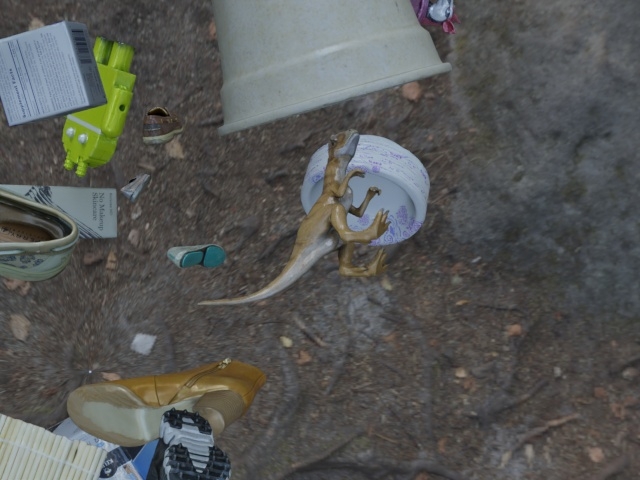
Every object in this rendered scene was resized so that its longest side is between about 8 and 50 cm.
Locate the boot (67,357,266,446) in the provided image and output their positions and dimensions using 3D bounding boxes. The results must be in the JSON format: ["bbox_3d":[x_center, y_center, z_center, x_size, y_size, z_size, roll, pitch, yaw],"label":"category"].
[{"bbox_3d":[-0.254,0.264,1.432,0.294,0.211,0.104,2,101,12],"label":"boot"}]

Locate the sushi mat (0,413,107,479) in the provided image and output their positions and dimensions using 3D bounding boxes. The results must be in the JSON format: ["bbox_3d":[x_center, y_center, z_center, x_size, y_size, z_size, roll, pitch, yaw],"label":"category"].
[{"bbox_3d":[-0.329,0.327,0.803,0.151,0.019,0.317,20,82,-8],"label":"sushi mat"}]

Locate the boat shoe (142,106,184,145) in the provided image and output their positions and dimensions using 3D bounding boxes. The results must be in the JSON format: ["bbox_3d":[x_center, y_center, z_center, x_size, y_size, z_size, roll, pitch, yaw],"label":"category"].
[{"bbox_3d":[-0.305,-0.231,1.631,0.064,0.178,0.060,-5,108,4],"label":"boat shoe"}]

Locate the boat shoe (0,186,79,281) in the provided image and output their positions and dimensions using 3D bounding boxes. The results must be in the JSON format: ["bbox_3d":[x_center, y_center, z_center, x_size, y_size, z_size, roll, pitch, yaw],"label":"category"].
[{"bbox_3d":[-0.386,-0.032,0.839,0.285,0.089,0.105,11,66,-23],"label":"boat shoe"}]

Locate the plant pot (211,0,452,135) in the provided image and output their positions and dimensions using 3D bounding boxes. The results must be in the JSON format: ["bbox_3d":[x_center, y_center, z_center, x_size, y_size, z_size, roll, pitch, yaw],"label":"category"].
[{"bbox_3d":[-0.019,-0.333,1.141,0.333,0.334,0.306,-18,98,-17],"label":"plant pot"}]

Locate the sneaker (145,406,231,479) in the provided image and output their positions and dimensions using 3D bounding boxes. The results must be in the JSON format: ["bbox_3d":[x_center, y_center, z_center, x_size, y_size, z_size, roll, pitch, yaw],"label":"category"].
[{"bbox_3d":[-0.157,0.279,0.970,0.078,0.234,0.106,15,93,-15],"label":"sneaker"}]

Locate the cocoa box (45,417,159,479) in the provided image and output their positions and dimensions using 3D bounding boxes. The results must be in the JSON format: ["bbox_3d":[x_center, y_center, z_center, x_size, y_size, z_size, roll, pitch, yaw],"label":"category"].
[{"bbox_3d":[-0.489,0.496,1.768,0.347,0.231,0.228,-29,97,11],"label":"cocoa box"}]

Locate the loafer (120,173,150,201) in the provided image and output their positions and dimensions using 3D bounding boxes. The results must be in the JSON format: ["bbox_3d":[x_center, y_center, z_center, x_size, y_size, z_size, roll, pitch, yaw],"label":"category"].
[{"bbox_3d":[-0.413,-0.126,1.877,0.039,0.125,0.045,28,112,-9],"label":"loafer"}]

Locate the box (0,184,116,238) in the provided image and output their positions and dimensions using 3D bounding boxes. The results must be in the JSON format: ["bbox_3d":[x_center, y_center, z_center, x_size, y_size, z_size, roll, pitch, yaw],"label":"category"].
[{"bbox_3d":[-0.557,-0.056,1.710,0.275,0.094,0.113,-3,92,-44],"label":"box"}]

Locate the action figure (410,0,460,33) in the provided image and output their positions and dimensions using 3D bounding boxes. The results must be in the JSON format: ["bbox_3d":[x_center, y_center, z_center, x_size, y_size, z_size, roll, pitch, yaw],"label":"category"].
[{"bbox_3d":[0.132,-0.539,1.772,0.370,0.248,0.276,40,104,2],"label":"action figure"}]

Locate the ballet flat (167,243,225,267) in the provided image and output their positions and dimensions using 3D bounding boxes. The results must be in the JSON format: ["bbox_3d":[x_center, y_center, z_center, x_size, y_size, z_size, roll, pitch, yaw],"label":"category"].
[{"bbox_3d":[-0.268,0.028,1.819,0.052,0.168,0.057,25,100,25],"label":"ballet flat"}]

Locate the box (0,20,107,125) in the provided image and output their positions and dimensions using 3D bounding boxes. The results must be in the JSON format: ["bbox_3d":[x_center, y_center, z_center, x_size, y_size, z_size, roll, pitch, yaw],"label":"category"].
[{"bbox_3d":[-0.408,-0.248,1.256,0.137,0.072,0.126,-12,100,12],"label":"box"}]

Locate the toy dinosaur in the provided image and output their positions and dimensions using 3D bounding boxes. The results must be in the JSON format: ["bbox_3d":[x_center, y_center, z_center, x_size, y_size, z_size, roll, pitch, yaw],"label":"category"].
[{"bbox_3d":[0.000,0.000,0.743,0.112,0.064,0.212,17,63,26],"label":"toy dinosaur"}]

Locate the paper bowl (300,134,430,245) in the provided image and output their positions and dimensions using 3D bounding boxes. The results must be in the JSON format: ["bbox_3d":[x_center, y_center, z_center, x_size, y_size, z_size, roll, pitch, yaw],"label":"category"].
[{"bbox_3d":[0.106,-0.127,1.906,0.284,0.284,0.148,22,55,-11],"label":"paper bowl"}]

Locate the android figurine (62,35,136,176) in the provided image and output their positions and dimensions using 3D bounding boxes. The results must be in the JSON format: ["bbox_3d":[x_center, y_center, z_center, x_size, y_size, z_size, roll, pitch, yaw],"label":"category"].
[{"bbox_3d":[-0.441,-0.260,1.645,0.056,0.248,0.273,14,100,-41],"label":"android figurine"}]
